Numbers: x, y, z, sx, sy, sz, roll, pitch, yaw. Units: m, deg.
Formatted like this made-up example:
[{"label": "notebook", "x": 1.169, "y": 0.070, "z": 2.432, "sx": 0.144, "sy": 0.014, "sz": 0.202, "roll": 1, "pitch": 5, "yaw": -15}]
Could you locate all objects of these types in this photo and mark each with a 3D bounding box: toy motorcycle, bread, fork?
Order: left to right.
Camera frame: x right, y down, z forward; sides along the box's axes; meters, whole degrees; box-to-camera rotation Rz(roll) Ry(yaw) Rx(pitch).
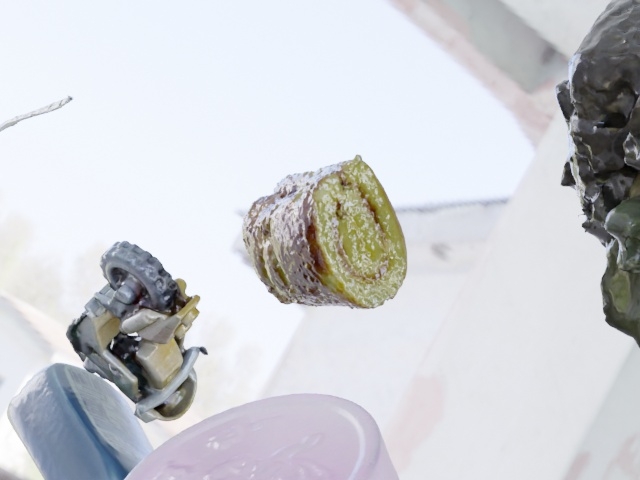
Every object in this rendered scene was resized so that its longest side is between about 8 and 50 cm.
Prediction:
[{"label": "fork", "x": -0.213, "y": -0.086, "z": 0.898, "sx": 0.115, "sy": 0.016, "sz": 0.012, "roll": -11, "pitch": -42, "yaw": 34}, {"label": "toy motorcycle", "x": -0.146, "y": 0.082, "z": 1.082, "sx": 0.130, "sy": 0.094, "sz": 0.229, "roll": 44, "pitch": -32, "yaw": 4}, {"label": "bread", "x": 0.000, "y": 0.000, "z": 1.190, "sx": 0.172, "sy": 0.103, "sz": 0.132, "roll": -6, "pitch": -70, "yaw": 65}]

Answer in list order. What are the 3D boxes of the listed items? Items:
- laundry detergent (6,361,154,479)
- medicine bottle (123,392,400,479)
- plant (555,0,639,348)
[{"label": "laundry detergent", "x": -0.180, "y": 0.224, "z": 1.117, "sx": 0.143, "sy": 0.094, "sz": 0.290, "roll": 48, "pitch": -2, "yaw": -36}, {"label": "medicine bottle", "x": -0.002, "y": 0.298, "z": 0.918, "sx": 0.212, "sy": 0.212, "sz": 0.325, "roll": 14, "pitch": -51, "yaw": 57}, {"label": "plant", "x": 0.291, "y": -0.073, "z": 1.011, "sx": 0.213, "sy": 0.312, "sz": 0.215, "roll": 17, "pitch": -32, "yaw": 23}]
